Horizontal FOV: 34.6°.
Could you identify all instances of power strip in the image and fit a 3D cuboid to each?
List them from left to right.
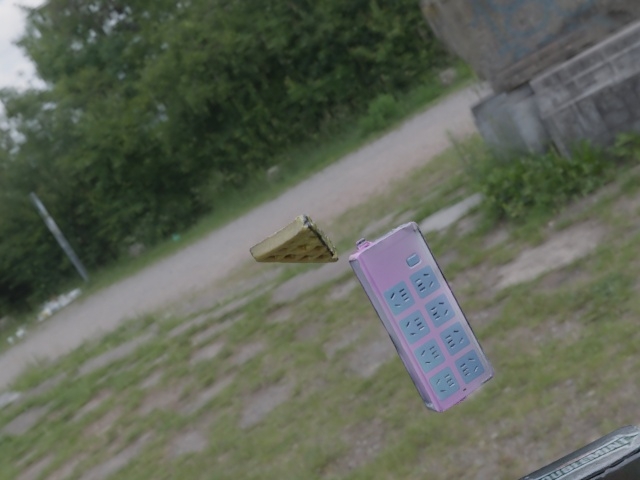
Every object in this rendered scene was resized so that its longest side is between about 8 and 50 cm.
[{"bbox_3d":[0.145,0.109,1.457,0.109,0.279,0.037,-30,6,-19],"label":"power strip"}]

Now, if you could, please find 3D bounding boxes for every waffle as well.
[{"bbox_3d":[0.000,0.000,1.186,0.097,0.023,0.152,-30,-21,37],"label":"waffle"}]

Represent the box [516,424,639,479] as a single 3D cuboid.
[{"bbox_3d":[0.243,0.266,0.778,0.120,0.224,0.069,-25,2,1],"label":"box"}]
